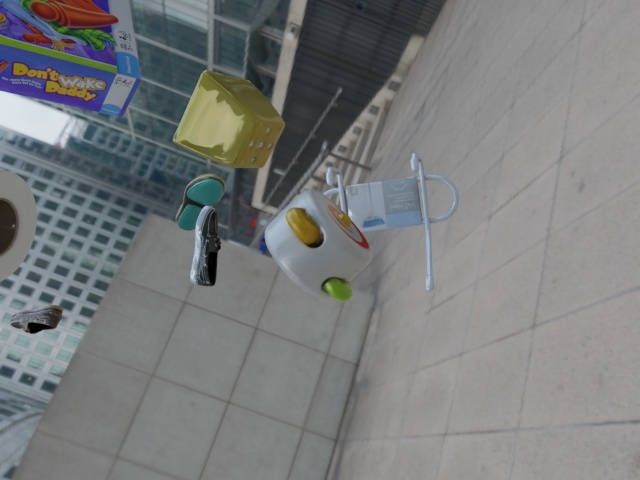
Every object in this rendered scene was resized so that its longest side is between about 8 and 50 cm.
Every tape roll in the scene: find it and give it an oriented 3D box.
[{"bbox_3d":[-0.748,-0.040,1.180,0.246,0.169,0.246,10,-90,-81],"label":"tape roll"}]

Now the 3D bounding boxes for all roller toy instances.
[{"bbox_3d":[0.000,0.000,1.097,0.146,0.209,0.191,-43,21,13],"label":"roller toy"}]

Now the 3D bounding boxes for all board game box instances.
[{"bbox_3d":[-0.379,-0.340,0.735,0.078,0.233,0.347,-42,55,41],"label":"board game box"}]

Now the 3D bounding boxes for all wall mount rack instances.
[{"bbox_3d":[0.140,-0.032,1.293,0.130,0.350,0.304,-9,-88,-71],"label":"wall mount rack"}]

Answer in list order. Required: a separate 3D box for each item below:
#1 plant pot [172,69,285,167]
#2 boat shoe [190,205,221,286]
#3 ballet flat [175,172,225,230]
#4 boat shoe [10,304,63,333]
[{"bbox_3d":[-0.225,-0.303,1.512,0.212,0.187,0.212,-60,-19,20],"label":"plant pot"},{"bbox_3d":[-0.192,0.011,0.977,0.049,0.040,0.142,-14,-66,-71],"label":"boat shoe"},{"bbox_3d":[-0.279,-0.106,1.301,0.232,0.080,0.073,-40,33,47],"label":"ballet flat"},{"bbox_3d":[-0.880,0.250,1.728,0.073,0.207,0.073,39,-136,-48],"label":"boat shoe"}]
